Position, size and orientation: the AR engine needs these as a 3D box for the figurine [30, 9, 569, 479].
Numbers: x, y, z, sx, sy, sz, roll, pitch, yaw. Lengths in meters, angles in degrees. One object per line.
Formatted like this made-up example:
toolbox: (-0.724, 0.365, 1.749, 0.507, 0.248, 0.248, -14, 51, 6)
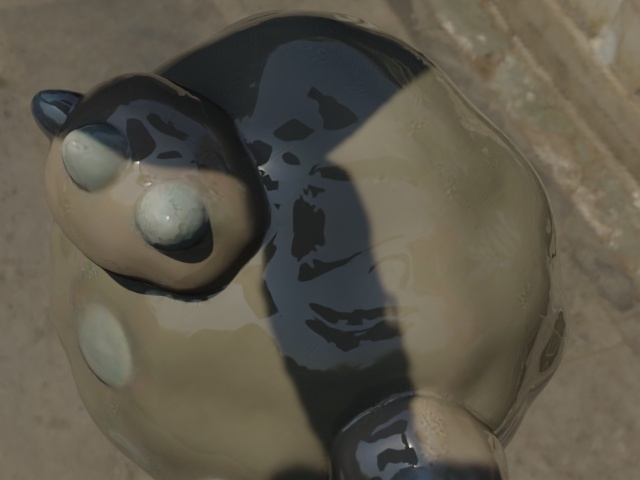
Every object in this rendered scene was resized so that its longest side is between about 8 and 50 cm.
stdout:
figurine: (0.000, 0.000, 0.546, 0.248, 0.203, 0.380, 54, 9, -10)
